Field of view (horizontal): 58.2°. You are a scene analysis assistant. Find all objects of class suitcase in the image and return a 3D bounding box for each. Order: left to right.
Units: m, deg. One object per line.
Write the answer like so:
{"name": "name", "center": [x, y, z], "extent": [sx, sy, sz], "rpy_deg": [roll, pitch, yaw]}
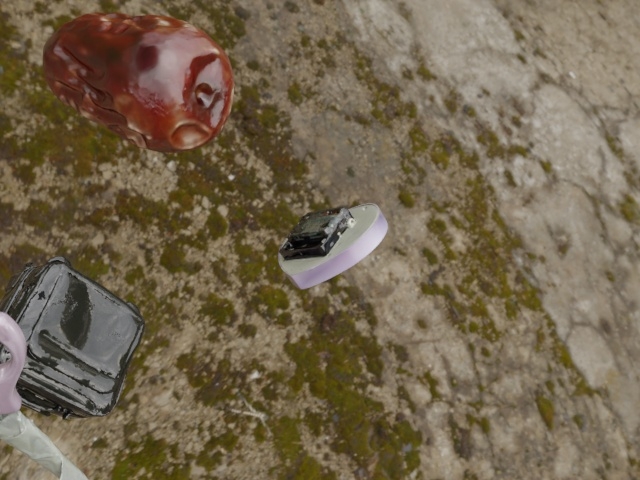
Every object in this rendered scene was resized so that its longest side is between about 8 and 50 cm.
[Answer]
{"name": "suitcase", "center": [-0.628, 0.252, 1.406], "extent": [0.345, 0.188, 0.339], "rpy_deg": [50, 40, -43]}

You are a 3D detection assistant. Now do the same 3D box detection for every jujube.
{"name": "jujube", "center": [-0.216, -0.191, 0.678], "extent": [0.230, 0.155, 0.155], "rpy_deg": [23, 47, 19]}

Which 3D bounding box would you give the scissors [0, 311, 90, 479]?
{"name": "scissors", "center": [-0.199, 0.120, 0.366], "extent": [0.021, 0.110, 0.212], "rpy_deg": [-100, 170, -54]}

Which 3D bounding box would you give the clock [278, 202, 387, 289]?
{"name": "clock", "center": [0.000, 0.000, 0.911], "extent": [0.172, 0.198, 0.064], "rpy_deg": [-50, 118, -35]}
